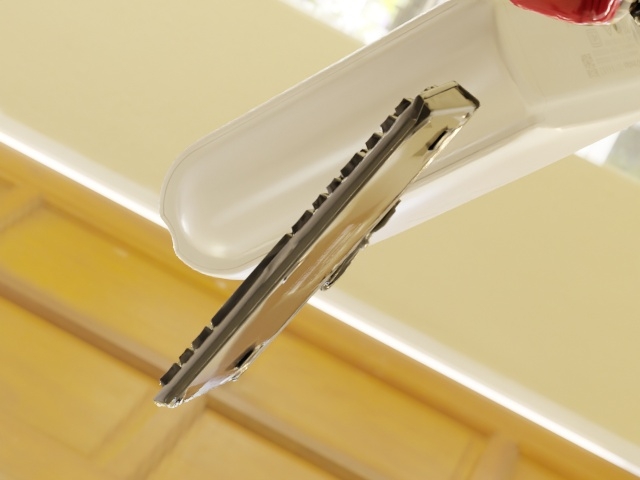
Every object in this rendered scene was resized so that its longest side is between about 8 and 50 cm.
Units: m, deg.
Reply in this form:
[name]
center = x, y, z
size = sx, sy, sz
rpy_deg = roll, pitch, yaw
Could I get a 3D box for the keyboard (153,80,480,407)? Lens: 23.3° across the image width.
[keyboard]
center = 0.000, 0.000, 0.688
size = 0.180, 0.023, 0.108
rpy_deg = -48, 169, 20

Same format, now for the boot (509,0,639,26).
[boot]
center = 0.143, -0.214, 0.629
size = 0.284, 0.138, 0.377
rpy_deg = -62, 171, -16

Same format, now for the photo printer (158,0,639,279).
[photo printer]
center = 0.059, -0.069, 1.030
size = 0.307, 0.107, 0.256
rpy_deg = -25, 175, 35
